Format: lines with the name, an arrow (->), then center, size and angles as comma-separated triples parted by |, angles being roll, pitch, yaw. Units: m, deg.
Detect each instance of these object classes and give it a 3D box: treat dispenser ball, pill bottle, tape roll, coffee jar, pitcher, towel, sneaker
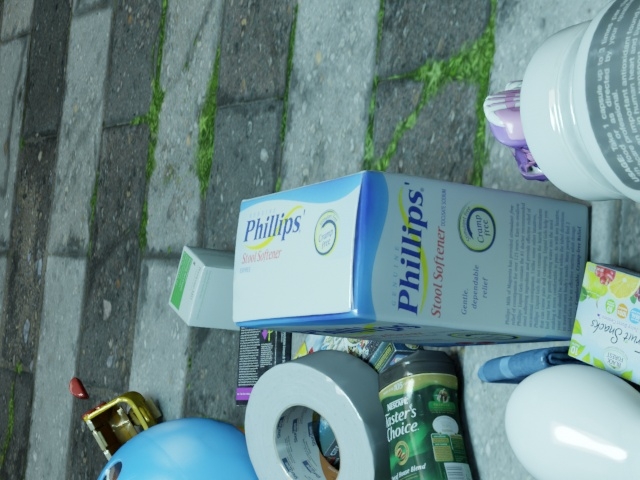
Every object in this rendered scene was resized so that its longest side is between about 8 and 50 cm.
treat dispenser ball -> -0.168, 0.381, 1.922 | 0.288, 0.288, 0.288 | -19, 68, 58
pill bottle -> 0.346, -0.133, 1.216 | 0.361, 0.204, 0.204 | -7, 78, 59
tape roll -> 0.006, 0.249, 1.783 | 0.219, 0.072, 0.219 | 14, 110, 42
coffee jar -> 0.120, 0.223, 1.661 | 0.096, 0.079, 0.184 | -39, 51, 51
pitcher -> 0.276, 0.216, 1.367 | 0.207, 0.126, 0.177 | 18, 120, 54
towel -> 0.223, 0.131, 1.512 | 0.119, 0.067, 0.029 | -21, 68, 58
sneaker -> 0.225, -0.108, 1.464 | 0.236, 0.095, 0.104 | -34, -57, -72

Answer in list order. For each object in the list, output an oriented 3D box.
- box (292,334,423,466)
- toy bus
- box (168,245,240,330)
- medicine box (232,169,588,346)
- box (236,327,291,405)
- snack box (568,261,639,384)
box -> 0.038, 0.159, 1.851 | 0.233, 0.044, 0.159 | -59, 38, 36
toy bus -> -0.319, 0.302, 2.383 | 0.104, 0.191, 0.202 | -30, 45, 1
box -> -0.159, 0.072, 2.157 | 0.087, 0.102, 0.101 | 38, 116, 54
medicine box -> 0.092, 0.028, 1.537 | 0.263, 0.289, 0.149 | -10, 75, 59
box -> -0.081, 0.159, 2.077 | 0.116, 0.029, 0.162 | -10, 76, 58
snack box -> 0.308, 0.084, 1.403 | 0.141, 0.037, 0.100 | 21, 104, 60
